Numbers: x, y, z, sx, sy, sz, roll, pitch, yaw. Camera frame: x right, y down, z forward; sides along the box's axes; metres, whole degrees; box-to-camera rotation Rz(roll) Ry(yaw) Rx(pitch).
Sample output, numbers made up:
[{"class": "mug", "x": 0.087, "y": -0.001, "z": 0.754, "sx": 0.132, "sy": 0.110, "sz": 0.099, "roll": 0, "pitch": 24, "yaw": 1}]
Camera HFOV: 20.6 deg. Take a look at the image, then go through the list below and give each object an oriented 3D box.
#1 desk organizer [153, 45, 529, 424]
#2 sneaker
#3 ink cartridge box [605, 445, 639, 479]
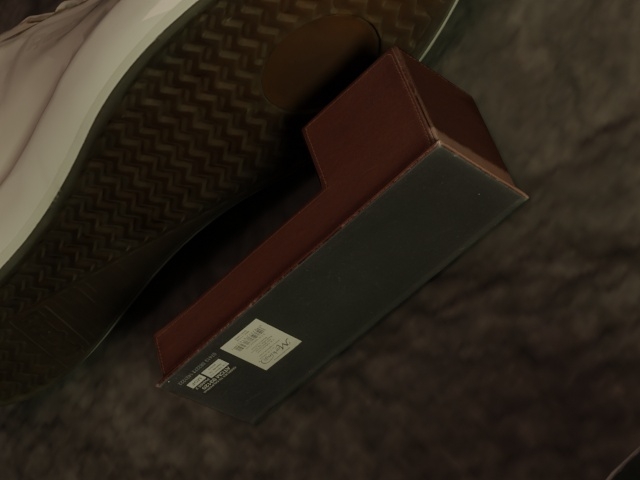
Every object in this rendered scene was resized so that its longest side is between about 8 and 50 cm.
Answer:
[{"class": "desk organizer", "x": 0.000, "y": 0.000, "z": 0.587, "sx": 0.130, "sy": 0.047, "sz": 0.050, "roll": -41, "pitch": 45, "yaw": 23}, {"class": "sneaker", "x": -0.070, "y": -0.065, "z": 0.641, "sx": 0.290, "sy": 0.106, "sz": 0.123, "roll": -39, "pitch": 51, "yaw": 26}, {"class": "ink cartridge box", "x": 0.027, "y": 0.226, "z": 0.447, "sx": 0.371, "sy": 0.069, "sz": 0.175, "roll": -49, "pitch": 45, "yaw": 19}]
